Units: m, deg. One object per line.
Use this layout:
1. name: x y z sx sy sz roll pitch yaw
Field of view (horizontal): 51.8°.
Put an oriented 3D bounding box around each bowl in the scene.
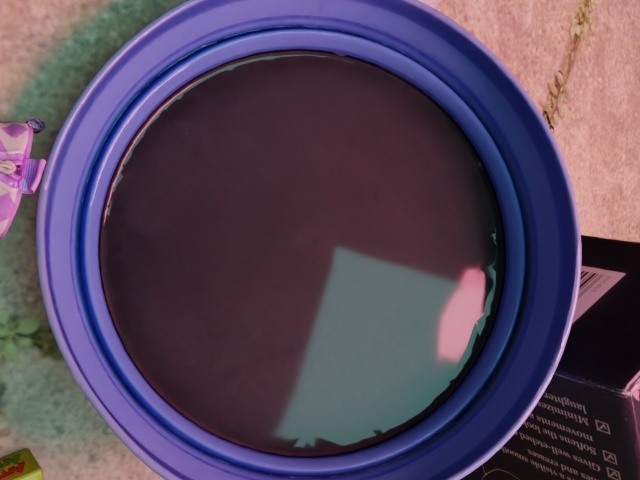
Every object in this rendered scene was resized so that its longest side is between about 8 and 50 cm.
1. bowl: 0.000 0.000 0.499 0.392 0.077 0.390 2 82 -10

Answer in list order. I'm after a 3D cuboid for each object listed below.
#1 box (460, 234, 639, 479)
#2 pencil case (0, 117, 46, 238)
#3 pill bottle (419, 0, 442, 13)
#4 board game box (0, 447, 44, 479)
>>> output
1. box: 0.270 0.208 0.694 0.212 0.294 0.395 -33 115 -28
2. pencil case: -0.273 -0.055 0.383 0.206 0.088 0.086 11 88 -36
3. pill bottle: 0.074 -0.253 0.613 0.078 0.078 0.137 -23 110 -32
4. board game box: -0.238 0.258 0.484 0.092 0.043 0.181 -15 106 -33
